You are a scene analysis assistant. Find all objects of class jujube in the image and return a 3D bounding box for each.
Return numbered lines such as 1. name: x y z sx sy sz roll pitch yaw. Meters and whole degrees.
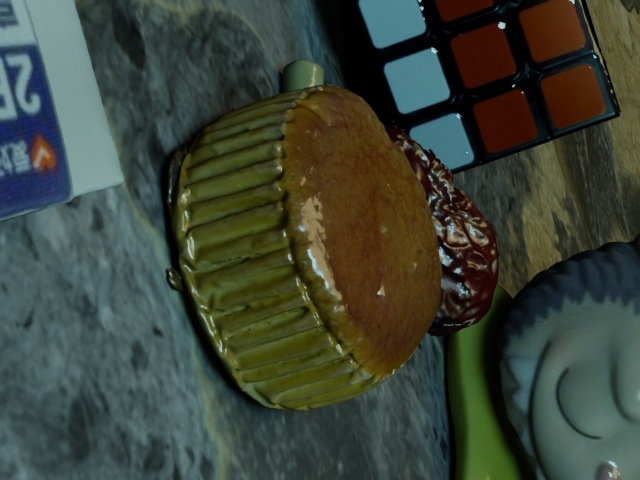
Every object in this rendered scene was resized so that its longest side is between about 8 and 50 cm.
1. jujube: 0.065 -0.012 1.002 0.166 0.104 0.104 63 27 -23

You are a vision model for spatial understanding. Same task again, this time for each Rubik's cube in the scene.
1. Rubik's cube: 0.119 -0.152 1.077 0.162 0.161 0.163 -84 154 -70

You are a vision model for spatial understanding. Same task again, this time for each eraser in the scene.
1. eraser: -0.165 -0.060 0.569 0.210 0.068 0.124 -24 98 -66

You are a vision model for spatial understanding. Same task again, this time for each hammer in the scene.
1. hammer: 0.025 -0.067 1.035 0.195 0.028 0.060 31 55 -59

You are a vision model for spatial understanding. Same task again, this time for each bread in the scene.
1. bread: 0.000 0.001 0.847 0.199 0.104 0.199 43 39 -48

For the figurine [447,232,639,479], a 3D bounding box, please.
1. figurine: 0.324 0.132 1.150 0.361 0.378 0.266 26 54 -58
